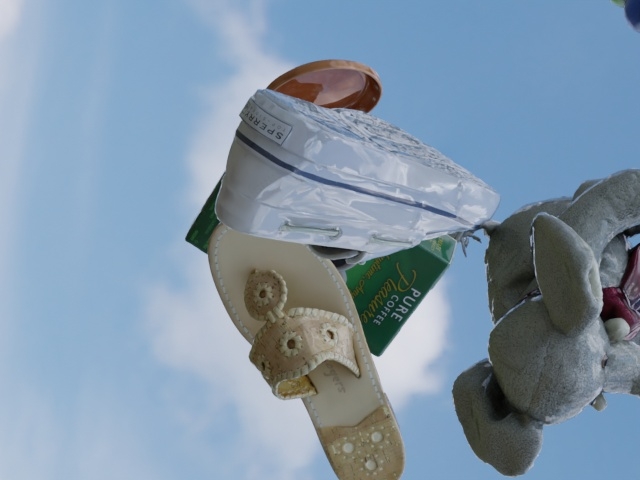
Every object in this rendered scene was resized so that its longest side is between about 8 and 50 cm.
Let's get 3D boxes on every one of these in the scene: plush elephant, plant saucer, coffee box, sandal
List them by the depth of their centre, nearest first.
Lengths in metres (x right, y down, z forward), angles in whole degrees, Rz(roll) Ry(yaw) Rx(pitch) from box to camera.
[{"bbox_3d":[0.000,-0.099,1.252,0.083,0.083,0.013,127,-43,-55],"label":"plant saucer"},{"bbox_3d":[-0.002,0.090,1.353,0.240,0.088,0.079,61,4,-15],"label":"sandal"},{"bbox_3d":[0.000,0.000,1.434,0.113,0.184,0.040,-57,-175,31],"label":"coffee box"},{"bbox_3d":[0.248,0.077,1.753,0.255,0.330,0.272,-93,-163,-48],"label":"plush elephant"}]

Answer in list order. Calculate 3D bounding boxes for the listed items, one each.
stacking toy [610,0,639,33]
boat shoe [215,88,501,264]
[{"bbox_3d":[0.333,-0.288,1.882,0.330,0.141,0.141,53,-36,20],"label":"stacking toy"},{"bbox_3d":[0.015,-0.026,1.010,0.083,0.226,0.076,38,-77,35],"label":"boat shoe"}]
